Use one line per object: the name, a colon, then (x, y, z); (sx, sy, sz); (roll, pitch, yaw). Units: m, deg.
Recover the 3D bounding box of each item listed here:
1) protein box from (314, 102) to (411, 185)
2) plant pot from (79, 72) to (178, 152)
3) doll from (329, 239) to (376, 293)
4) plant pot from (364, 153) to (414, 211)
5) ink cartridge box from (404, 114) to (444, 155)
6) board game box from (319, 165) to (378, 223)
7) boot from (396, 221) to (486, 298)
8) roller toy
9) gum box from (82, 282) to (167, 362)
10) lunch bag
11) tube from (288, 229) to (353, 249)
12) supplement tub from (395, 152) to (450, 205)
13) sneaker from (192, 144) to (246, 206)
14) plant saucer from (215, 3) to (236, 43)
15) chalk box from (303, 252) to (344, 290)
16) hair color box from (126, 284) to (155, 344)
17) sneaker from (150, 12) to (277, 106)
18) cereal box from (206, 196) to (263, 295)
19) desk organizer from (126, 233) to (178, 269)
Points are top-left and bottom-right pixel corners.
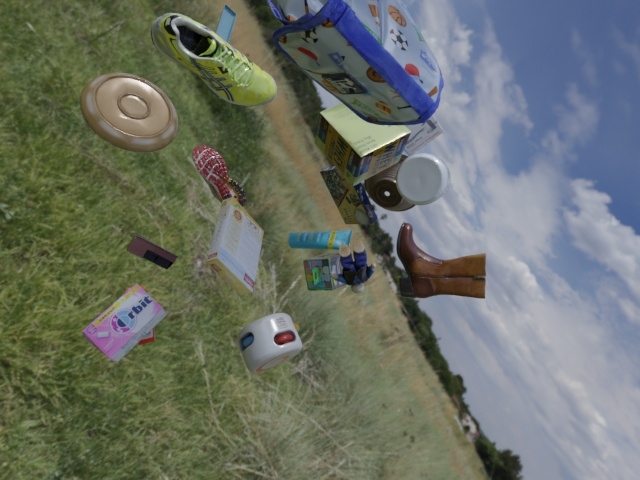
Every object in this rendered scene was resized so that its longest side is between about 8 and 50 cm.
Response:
protein box: (0.125, -0.313, 1.383); (0.201, 0.199, 0.136); (51, -24, 21)
plant pot: (-0.471, -0.331, 1.139); (0.236, 0.032, 0.237); (17, 57, -28)
doll: (0.087, 0.078, 1.210); (0.189, 0.129, 0.046); (74, 1, -49)
plant pot: (0.265, -0.197, 1.690); (0.237, 0.237, 0.110); (58, 38, -19)
ink cartridge box: (0.323, -0.413, 1.605); (0.217, 0.158, 0.092); (22, 38, -57)
board game box: (0.109, -0.175, 1.754); (0.165, 0.042, 0.243); (3, -54, 55)
boot: (0.397, 0.062, 1.491); (0.096, 0.280, 0.264); (11, 76, -67)
roller toy: (-0.166, 0.326, 1.477); (0.191, 0.209, 0.146); (78, -13, -69)
gum box: (-0.521, 0.222, 1.207); (0.107, 0.188, 0.062); (38, -22, 13)
lunch bag: (0.070, -0.429, 0.953); (0.327, 0.239, 0.386); (30, 27, -36)
tube: (0.000, 0.000, 1.448); (0.052, 0.206, 0.080); (58, 38, -51)
supplement tub: (0.294, -0.175, 1.295); (0.144, 0.144, 0.199); (60, 20, 2)
sneaker: (-0.326, -0.187, 1.403); (0.092, 0.088, 0.225); (-8, -63, 57)
plant saucer: (-0.396, -0.867, 1.856); (0.067, 0.018, 0.192); (27, 72, -49)
chalk box: (0.020, 0.131, 1.863); (0.213, 0.132, 0.133); (-12, 96, -55)
hair color box: (-0.551, 0.225, 1.386); (0.167, 0.053, 0.093); (47, -42, 43)
sneaker: (-0.289, -0.498, 1.291); (0.384, 0.145, 0.147); (21, 3, -31)
cereal box: (-0.242, 0.015, 1.316); (0.173, 0.047, 0.240); (54, 29, -40)
desk organizer: (-0.477, 0.035, 1.284); (0.130, 0.050, 0.047); (32, -9, -26)
